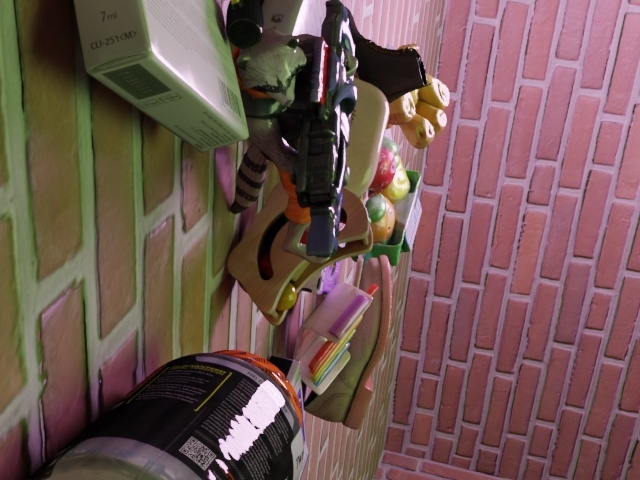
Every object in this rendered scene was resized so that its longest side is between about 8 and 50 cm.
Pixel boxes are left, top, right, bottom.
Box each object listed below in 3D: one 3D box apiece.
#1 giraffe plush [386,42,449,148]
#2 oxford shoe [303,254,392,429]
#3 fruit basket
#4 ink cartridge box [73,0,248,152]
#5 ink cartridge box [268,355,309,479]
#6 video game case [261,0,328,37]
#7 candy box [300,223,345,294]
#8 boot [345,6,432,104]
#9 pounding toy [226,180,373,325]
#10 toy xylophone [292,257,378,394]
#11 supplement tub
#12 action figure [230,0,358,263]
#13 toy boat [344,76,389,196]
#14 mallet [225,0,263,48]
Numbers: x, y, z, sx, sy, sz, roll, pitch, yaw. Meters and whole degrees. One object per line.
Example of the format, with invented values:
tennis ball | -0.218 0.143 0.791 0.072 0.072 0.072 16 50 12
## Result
giraffe plush | 0.129 -0.275 1.715 0.210 0.171 0.181 56 46 -17
oxford shoe | 0.060 0.216 1.865 0.140 0.147 0.396 -102 -155 -80
fruit basket | 0.132 -0.119 1.899 0.353 0.166 0.327 84 20 -50
ink cartridge box | -0.148 -0.227 0.783 0.275 0.060 0.238 33 43 -77
ink cartridge box | -0.080 0.376 1.605 0.332 0.065 0.165 86 19 -46
video game case | -0.030 -0.276 1.261 0.269 0.061 0.244 75 28 -65
candy box | 0.000 0.000 1.619 0.165 0.070 0.196 18 84 -78
boot | 0.105 -0.335 1.509 0.197 0.137 0.077 69 24 -5
pounding toy | -0.008 0.006 1.274 0.269 0.154 0.155 -57 162 -13
toy xylophone | 0.034 0.167 1.675 0.236 0.081 0.322 -51 168 -18
supplement tub | -0.139 0.241 0.868 0.338 0.207 0.207 -41 140 -70
action figure | -0.047 -0.103 1.027 0.330 0.179 0.341 84 10 -55
toy boat | 0.016 -0.162 1.466 0.151 0.151 0.231 147 -39 -65
mallet | -0.104 -0.284 0.856 0.062 0.039 0.189 -92 161 -56
